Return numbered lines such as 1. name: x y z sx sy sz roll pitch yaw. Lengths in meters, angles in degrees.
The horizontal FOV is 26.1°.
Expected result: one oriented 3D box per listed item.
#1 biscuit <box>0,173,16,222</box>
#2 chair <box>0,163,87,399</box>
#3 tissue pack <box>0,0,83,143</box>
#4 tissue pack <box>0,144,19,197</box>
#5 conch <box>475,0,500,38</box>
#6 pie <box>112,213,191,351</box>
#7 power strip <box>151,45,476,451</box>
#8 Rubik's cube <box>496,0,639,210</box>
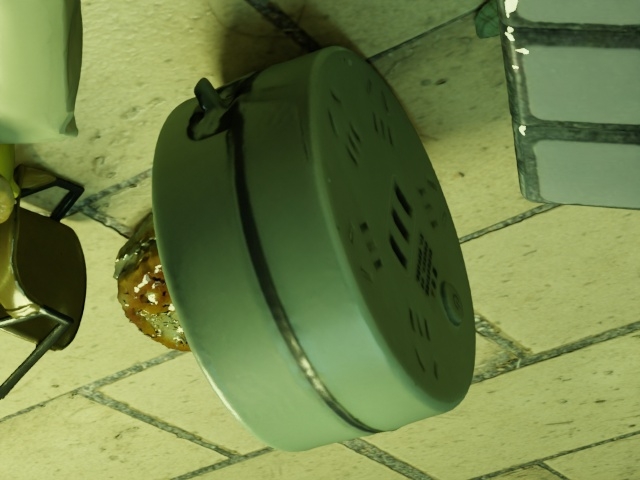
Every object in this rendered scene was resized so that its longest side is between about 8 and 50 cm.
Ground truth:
1. biscuit: -0.321 -0.060 0.958 0.118 0.029 0.247 -19 146 31
2. chair: -0.311 0.031 1.391 0.247 0.159 0.172 -27 140 35
3. tissue pack: -0.298 -0.234 0.894 0.297 0.207 0.380 0 150 -8
4. tissue pack: -0.326 -0.100 1.200 0.127 0.123 0.178 2 149 -9
5. conch: 0.225 -0.203 1.108 0.234 0.114 0.137 -8 136 18
6. pie: -0.084 0.040 1.502 0.308 0.085 0.308 -1 145 -1
7. power strip: 0.000 0.000 1.211 0.161 0.357 0.357 -19 146 22
8. Rubik's cube: 0.276 -0.208 0.856 0.305 0.301 0.304 5 152 17
